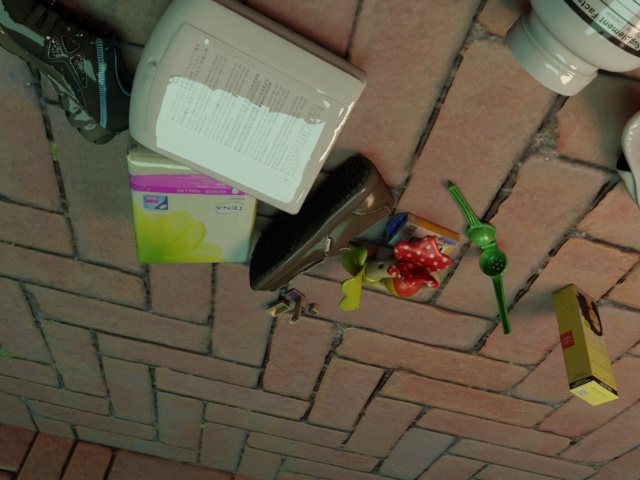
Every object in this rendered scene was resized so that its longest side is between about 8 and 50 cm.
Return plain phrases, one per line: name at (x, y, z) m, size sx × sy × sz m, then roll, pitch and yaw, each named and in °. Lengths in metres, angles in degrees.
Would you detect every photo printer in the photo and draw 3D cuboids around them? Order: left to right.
photo printer at (-0.121, -0.209, 0.849) m, size 0.307 × 0.107 × 0.256 m, roll 23°, pitch 110°, yaw -14°

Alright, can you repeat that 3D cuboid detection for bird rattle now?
bird rattle at (0.161, 0.061, 1.154) m, size 0.253 × 0.143 × 0.206 m, roll -17°, pitch 155°, yaw 34°

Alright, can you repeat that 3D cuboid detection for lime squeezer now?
lime squeezer at (0.314, 0.022, 1.091) m, size 0.058 × 0.110 × 0.311 m, roll -12°, pitch 105°, yaw 46°

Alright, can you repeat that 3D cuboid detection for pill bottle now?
pill bottle at (0.364, -0.321, 0.622) m, size 0.181 × 0.182 × 0.323 m, roll 24°, pitch 138°, yaw -15°

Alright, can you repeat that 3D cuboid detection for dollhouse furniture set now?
dollhouse furniture set at (-0.077, 0.190, 1.371) m, size 0.114 × 0.081 × 0.091 m, roll -29°, pitch 126°, yaw 36°

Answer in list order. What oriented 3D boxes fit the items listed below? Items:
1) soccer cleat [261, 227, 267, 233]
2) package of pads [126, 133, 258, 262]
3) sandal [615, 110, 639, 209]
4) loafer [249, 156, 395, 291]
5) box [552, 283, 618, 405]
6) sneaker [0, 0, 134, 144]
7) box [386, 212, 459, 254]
soccer cleat at (-0.093, 0.043, 1.227) m, size 0.072 × 0.060 × 0.179 m, roll 5°, pitch 136°, yaw 4°
package of pads at (-0.232, -0.075, 1.055) m, size 0.229 × 0.101 × 0.297 m, roll 1°, pitch 142°, yaw -14°
sandal at (0.513, -0.138, 0.877) m, size 0.102 × 0.076 × 0.265 m, roll -36°, pitch 136°, yaw 15°
loafer at (0.000, 0.000, 1.077) m, size 0.130 × 0.134 × 0.366 m, roll 32°, pitch 127°, yaw -31°
box at (0.537, 0.208, 1.146) m, size 0.087 × 0.232 × 0.058 m, roll 31°, pitch 135°, yaw -23°
sneaker at (-0.391, -0.311, 0.864) m, size 0.139 × 0.125 × 0.341 m, roll -22°, pitch 137°, yaw 11°
box at (0.201, -0.005, 1.132) m, size 0.136 × 0.028 × 0.081 m, roll 20°, pitch 139°, yaw -14°
